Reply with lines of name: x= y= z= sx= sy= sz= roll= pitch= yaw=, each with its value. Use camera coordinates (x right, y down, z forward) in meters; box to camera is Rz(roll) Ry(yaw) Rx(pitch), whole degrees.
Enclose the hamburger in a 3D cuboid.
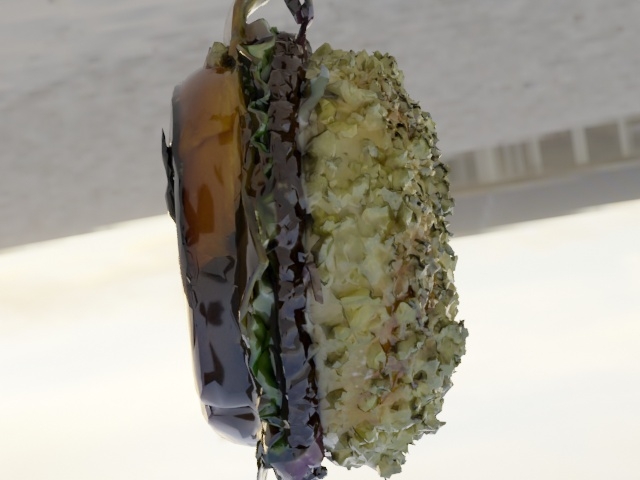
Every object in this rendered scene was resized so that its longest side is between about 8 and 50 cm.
hamburger: x=0.000 y=0.000 z=0.948 sx=0.139 sy=0.261 sz=0.243 roll=-7 pitch=-130 yaw=2
